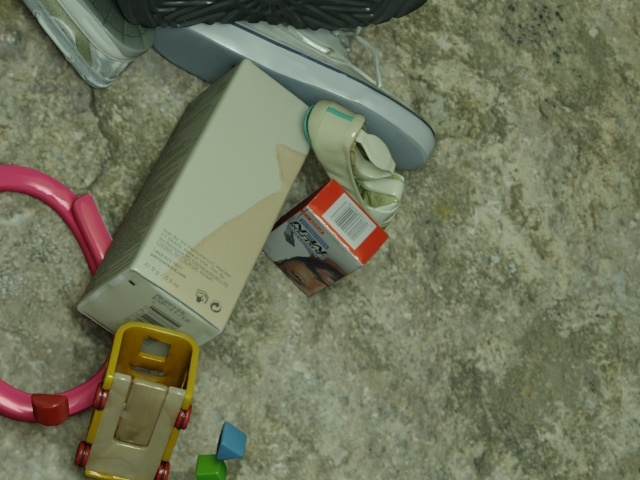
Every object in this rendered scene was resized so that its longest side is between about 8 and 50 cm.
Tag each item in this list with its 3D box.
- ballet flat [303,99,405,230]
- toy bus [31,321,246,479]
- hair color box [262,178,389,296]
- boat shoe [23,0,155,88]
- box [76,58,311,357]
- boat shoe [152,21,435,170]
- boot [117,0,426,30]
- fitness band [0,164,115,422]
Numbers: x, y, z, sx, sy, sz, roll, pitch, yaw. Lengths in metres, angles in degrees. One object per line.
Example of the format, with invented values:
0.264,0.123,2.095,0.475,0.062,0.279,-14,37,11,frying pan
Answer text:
0.053,-0.069,1.725,0.086,0.248,0.086,-10,57,15,ballet flat
-0.191,0.177,1.585,0.191,0.202,0.104,56,26,-36,toy bus
0.000,0.000,1.718,0.093,0.167,0.053,46,66,-5,hair color box
-0.322,-0.317,1.715,0.320,0.103,0.118,49,38,-5,boat shoe
-0.127,-0.033,1.655,0.121,0.148,0.311,36,55,-17,box
-0.013,-0.223,1.805,0.367,0.136,0.156,26,65,-3,boat shoe
-0.072,-0.466,1.767,0.367,0.146,0.445,-1,61,-11,boot
-0.318,0.054,1.646,0.209,0.054,0.290,-20,83,-22,fitness band
